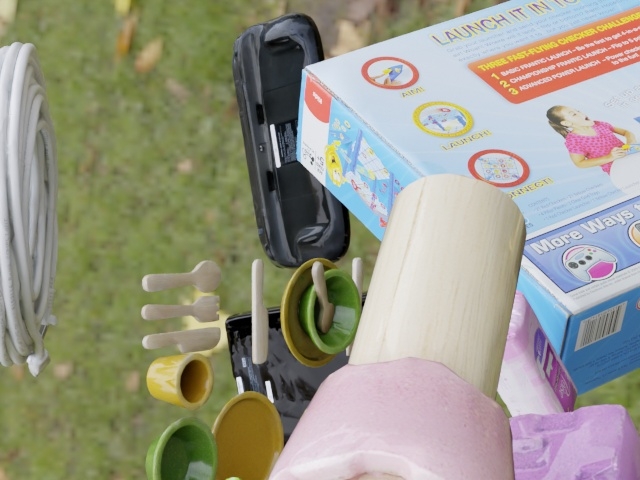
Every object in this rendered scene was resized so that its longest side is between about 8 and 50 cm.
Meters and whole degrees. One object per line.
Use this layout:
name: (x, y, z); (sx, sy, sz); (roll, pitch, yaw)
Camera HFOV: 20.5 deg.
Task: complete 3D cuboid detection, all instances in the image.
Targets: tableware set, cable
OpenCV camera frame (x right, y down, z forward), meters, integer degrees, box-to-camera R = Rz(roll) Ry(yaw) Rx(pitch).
tableware set: (-0.018, 0.059, 0.746); (0.024, 0.154, 0.104); (2, 93, 37)
cable: (-0.262, -0.027, 1.398); (0.257, 0.089, 0.257); (102, 169, -79)

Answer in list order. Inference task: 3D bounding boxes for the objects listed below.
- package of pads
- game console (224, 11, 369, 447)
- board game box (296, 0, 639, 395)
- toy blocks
package of pads: (0.122, 0.076, 1.051); (0.032, 0.083, 0.050); (-18, 26, 27)
game console: (0.000, 0.000, 1.388); (0.213, 0.044, 0.361); (-10, 88, 45)
board game box: (0.191, -0.055, 1.261); (0.302, 0.308, 0.086); (46, 144, 38)
toy blocks: (-0.019, 0.189, 0.548); (0.289, 0.309, 0.260); (-14, 38, 27)
